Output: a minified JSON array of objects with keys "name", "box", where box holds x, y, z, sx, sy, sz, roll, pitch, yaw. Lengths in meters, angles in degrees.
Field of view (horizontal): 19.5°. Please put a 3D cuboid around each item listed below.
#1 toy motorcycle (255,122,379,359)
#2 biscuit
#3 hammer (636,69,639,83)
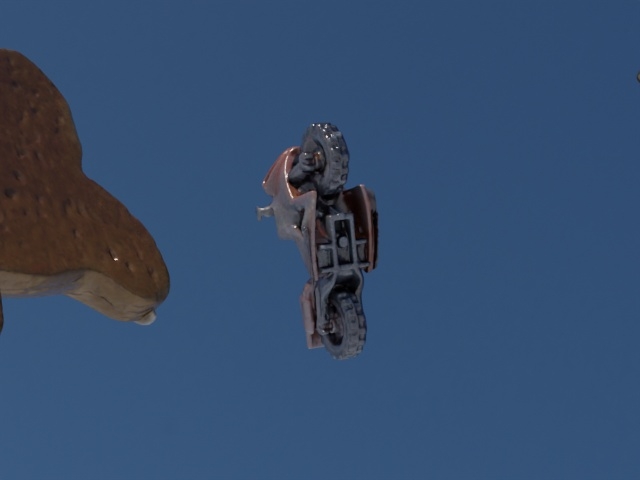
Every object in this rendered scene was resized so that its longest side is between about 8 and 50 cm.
[{"name":"toy motorcycle","box":[0.000,0.000,1.680,0.118,0.084,0.213,2,-81,60]},{"name":"biscuit","box":[-0.301,-0.031,1.323,0.064,0.432,0.283,-39,-104,29]},{"name":"hammer","box":[0.236,-0.184,0.905,0.029,0.058,0.292,4,-48,-35]}]
